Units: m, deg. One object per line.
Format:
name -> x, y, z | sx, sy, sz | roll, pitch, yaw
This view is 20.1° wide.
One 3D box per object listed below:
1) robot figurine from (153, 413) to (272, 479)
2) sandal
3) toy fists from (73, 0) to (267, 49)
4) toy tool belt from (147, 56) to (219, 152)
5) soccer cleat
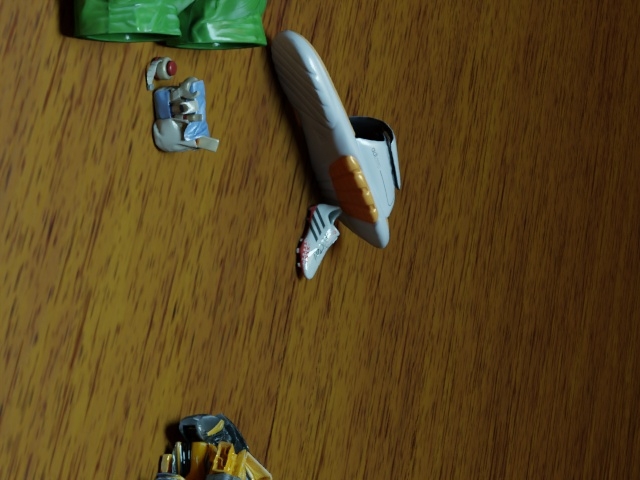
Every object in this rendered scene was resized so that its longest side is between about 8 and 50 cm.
robot figurine -> -0.067, 0.280, 1.568 | 0.291, 0.085, 0.211 | 60, 36, -48
sandal -> 0.033, -0.105, 1.769 | 0.076, 0.102, 0.265 | -35, 129, -18
toy fists -> -0.112, -0.233, 1.468 | 0.279, 0.096, 0.142 | -8, 96, -65
toy tool belt -> -0.112, -0.115, 1.518 | 0.052, 0.051, 0.083 | -30, 117, -64
soccer cleat -> 0.000, 0.000, 1.791 | 0.029, 0.035, 0.083 | 57, 39, -51
